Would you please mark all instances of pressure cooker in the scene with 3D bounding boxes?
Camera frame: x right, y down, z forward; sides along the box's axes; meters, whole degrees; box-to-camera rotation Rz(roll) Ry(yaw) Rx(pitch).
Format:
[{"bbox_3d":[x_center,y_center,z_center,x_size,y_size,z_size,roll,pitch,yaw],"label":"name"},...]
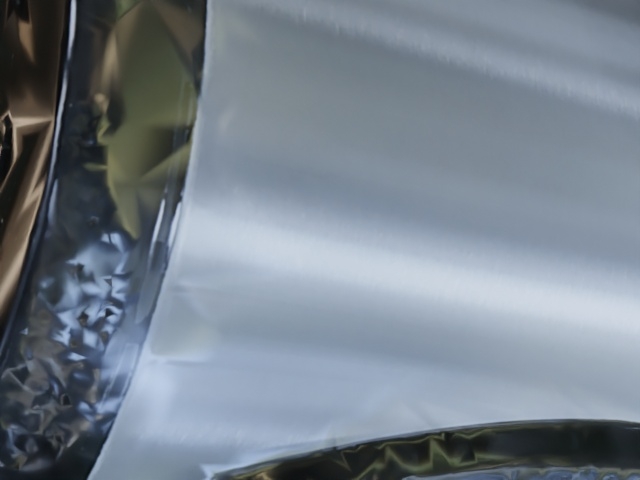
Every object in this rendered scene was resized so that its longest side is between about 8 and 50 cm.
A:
[{"bbox_3d":[0.000,-0.006,0.751,0.420,0.376,0.370,12,-171,-34],"label":"pressure cooker"}]
